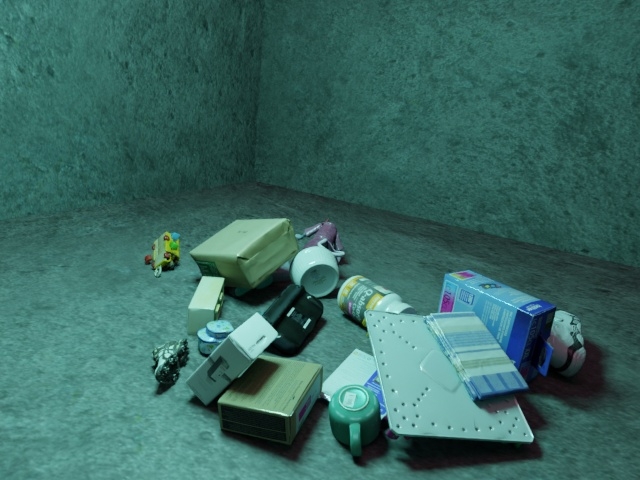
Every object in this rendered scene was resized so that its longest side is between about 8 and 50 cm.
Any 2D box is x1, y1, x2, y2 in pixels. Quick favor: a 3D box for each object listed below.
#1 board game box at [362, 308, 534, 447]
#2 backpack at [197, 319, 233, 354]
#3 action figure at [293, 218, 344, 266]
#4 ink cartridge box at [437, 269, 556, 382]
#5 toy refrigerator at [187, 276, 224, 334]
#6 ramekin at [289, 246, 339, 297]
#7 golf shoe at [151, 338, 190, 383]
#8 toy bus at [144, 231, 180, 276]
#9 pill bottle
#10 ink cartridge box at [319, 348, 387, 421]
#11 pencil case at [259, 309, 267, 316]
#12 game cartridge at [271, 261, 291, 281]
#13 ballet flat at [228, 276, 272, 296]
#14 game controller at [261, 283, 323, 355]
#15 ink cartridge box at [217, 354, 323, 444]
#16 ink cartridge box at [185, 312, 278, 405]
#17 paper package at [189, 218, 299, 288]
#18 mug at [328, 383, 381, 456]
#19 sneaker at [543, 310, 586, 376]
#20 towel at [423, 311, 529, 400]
[{"bbox_3d":[0.327,0.369,1.247,0.390,0.050,0.390,10,36,-14],"label":"board game box"},{"bbox_3d":[-0.329,0.304,1.434,0.114,0.084,0.105,-6,19,-27],"label":"backpack"},{"bbox_3d":[0.000,0.000,2.176,0.248,0.275,0.370,23,45,-3],"label":"action figure"},{"bbox_3d":[0.582,0.290,1.487,0.151,0.269,0.395,-9,23,-36],"label":"ink cartridge box"},{"bbox_3d":[-0.400,0.228,1.621,0.094,0.102,0.269,5,17,-5],"label":"toy refrigerator"},{"bbox_3d":[-0.019,0.140,1.880,0.207,0.207,0.109,1,28,-17],"label":"ramekin"},{"bbox_3d":[-0.444,0.349,1.293,0.094,0.077,0.198,-4,10,3],"label":"golf shoe"},{"bbox_3d":[-0.678,0.066,2.018,0.191,0.202,0.104,14,-12,45],"label":"toy bus"},{"bbox_3d":[0.206,0.248,1.672,0.162,0.162,0.278,-8,22,-38],"label":"pill bottle"},{"bbox_3d":[0.124,0.415,1.272,0.206,0.045,0.208,18,37,35],"label":"ink cartridge box"},{"bbox_3d":[-0.167,0.275,1.611,0.070,0.064,0.152,37,31,26],"label":"pencil case"},{"bbox_3d":[-0.272,0.131,2.058,0.294,0.060,0.196,1,22,-16],"label":"game cartridge"},{"bbox_3d":[-0.292,0.179,1.871,0.074,0.074,0.203,21,29,39],"label":"ballet flat"},{"bbox_3d":[-0.098,0.265,1.570,0.166,0.067,0.319,42,32,0],"label":"game controller"},{"bbox_3d":[-0.120,0.399,1.169,0.193,0.088,0.235,5,16,19],"label":"ink cartridge box"},{"bbox_3d":[-0.233,0.312,1.205,0.092,0.218,0.158,47,25,4],"label":"ink cartridge box"},{"bbox_3d":[-0.309,0.046,1.856,0.325,0.168,0.309,1,30,41],"label":"paper package"},{"bbox_3d":[0.091,0.428,1.115,0.130,0.097,0.158,-20,33,-24],"label":"mug"},{"bbox_3d":[0.804,0.316,1.620,0.210,0.137,0.366,31,27,9],"label":"sneaker"},{"bbox_3d":[0.438,0.319,1.296,0.209,0.034,0.285,1,41,-28],"label":"towel"}]
